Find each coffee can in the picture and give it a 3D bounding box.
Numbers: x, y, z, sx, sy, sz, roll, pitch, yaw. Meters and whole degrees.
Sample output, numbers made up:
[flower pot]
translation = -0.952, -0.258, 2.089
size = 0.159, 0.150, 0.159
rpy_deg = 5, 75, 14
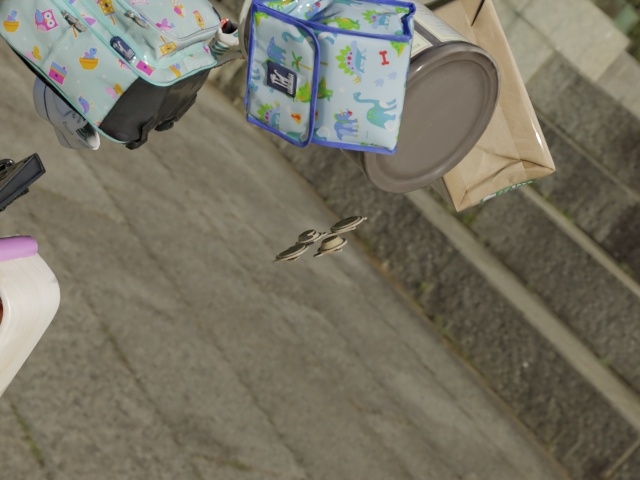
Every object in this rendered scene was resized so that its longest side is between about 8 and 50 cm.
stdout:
[coffee can]
translation = 0.055, -0.217, 1.417
size = 0.275, 0.201, 0.201
rpy_deg = 47, 13, 34

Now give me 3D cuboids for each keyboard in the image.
[keyboard]
translation = -0.421, -0.019, 1.278
size = 0.033, 0.317, 0.201
rpy_deg = 56, 32, -21

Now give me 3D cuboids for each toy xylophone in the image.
[toy xylophone]
translation = -0.384, 0.139, 1.163
size = 0.081, 0.322, 0.236
rpy_deg = 37, 3, 6

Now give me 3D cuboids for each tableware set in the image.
[tableware set]
translation = 0.000, 0.000, 2.055
size = 0.020, 0.141, 0.168
rpy_deg = 68, 28, -15

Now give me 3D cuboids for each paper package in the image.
[paper package]
translation = 0.212, -0.225, 1.828
size = 0.325, 0.168, 0.309
rpy_deg = -109, 175, -81

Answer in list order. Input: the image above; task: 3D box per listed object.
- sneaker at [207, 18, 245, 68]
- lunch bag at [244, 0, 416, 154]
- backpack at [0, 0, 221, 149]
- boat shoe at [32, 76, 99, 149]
[sneaker]
translation = -0.167, -0.354, 2.035
size = 0.161, 0.057, 0.075
rpy_deg = -4, -53, 45
[lunch bag]
translation = 0.006, -0.158, 1.076
size = 0.151, 0.129, 0.096
rpy_deg = 9, 36, 4
[backpack]
translation = -0.197, -0.197, 1.064
size = 0.188, 0.144, 0.166
rpy_deg = 36, 26, 3
[boat shoe]
translation = -0.460, -0.239, 2.137
size = 0.076, 0.083, 0.226
rpy_deg = 12, -19, 10
